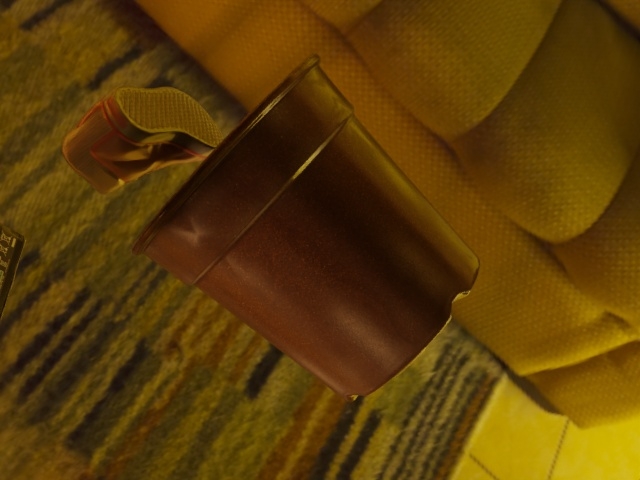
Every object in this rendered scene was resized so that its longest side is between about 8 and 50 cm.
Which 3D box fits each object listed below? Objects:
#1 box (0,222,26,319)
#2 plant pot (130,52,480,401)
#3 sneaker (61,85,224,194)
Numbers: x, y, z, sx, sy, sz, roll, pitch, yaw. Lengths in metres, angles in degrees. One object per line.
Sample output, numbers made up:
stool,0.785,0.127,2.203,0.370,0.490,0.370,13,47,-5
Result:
box,-0.519,0.104,0.964,0.318,0.097,0.394,36,51,-42
plant pot,0.000,0.000,0.562,0.165,0.167,0.167,42,51,-5
sneaker,-0.122,-0.066,0.608,0.051,0.070,0.134,58,20,10
